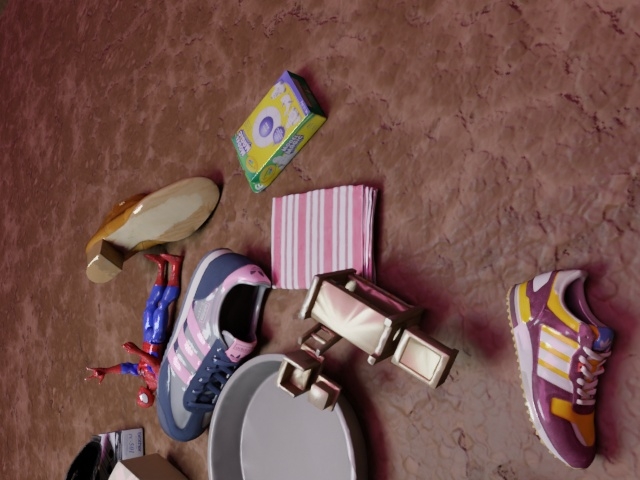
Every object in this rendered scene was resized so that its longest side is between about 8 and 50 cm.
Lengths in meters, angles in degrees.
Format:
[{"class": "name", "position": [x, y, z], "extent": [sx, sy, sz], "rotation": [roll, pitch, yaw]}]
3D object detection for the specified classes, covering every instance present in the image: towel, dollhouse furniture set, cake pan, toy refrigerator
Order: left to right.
[{"class": "toy refrigerator", "position": [-0.339, 0.498, 0.959], "extent": [0.094, 0.102, 0.269], "rotation": [28, 91, 26]}, {"class": "cake pan", "position": [-0.049, 0.305, 0.799], "extent": [0.293, 0.054, 0.293], "rotation": [-10, 76, 42]}, {"class": "towel", "position": [0.000, 0.000, 0.830], "extent": [0.197, 0.029, 0.144], "rotation": [-3, 83, 43]}, {"class": "dollhouse furniture set", "position": [0.062, 0.147, 0.693], "extent": [0.182, 0.101, 0.161], "rotation": [30, 109, 28]}]

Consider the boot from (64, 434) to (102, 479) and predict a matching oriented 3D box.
[{"class": "boot", "position": [-0.452, 0.509, 1.019], "extent": [0.263, 0.091, 0.229], "rotation": [-95, 24, -53]}]

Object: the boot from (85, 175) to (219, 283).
[{"class": "boot", "position": [-0.326, -0.055, 1.098], "extent": [0.295, 0.104, 0.211], "rotation": [-36, 29, 4]}]

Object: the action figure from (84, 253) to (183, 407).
[{"class": "action figure", "position": [-0.332, 0.162, 1.043], "extent": [0.091, 0.139, 0.280], "rotation": [-3, 83, 44]}]

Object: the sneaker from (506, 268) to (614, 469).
[{"class": "sneaker", "position": [0.239, 0.118, 0.549], "extent": [0.084, 0.069, 0.185], "rotation": [-28, 65, 43]}]

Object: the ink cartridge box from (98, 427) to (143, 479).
[{"class": "ink cartridge box", "position": [-0.372, 0.464, 1.082], "extent": [0.097, 0.046, 0.207], "rotation": [-22, 69, 41]}]

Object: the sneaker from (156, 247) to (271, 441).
[{"class": "sneaker", "position": [-0.164, 0.176, 0.892], "extent": [0.131, 0.112, 0.319], "rotation": [18, 96, 47]}]

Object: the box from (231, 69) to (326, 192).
[{"class": "box", "position": [-0.077, -0.169, 0.922], "extent": [0.179, 0.043, 0.105], "rotation": [-47, 54, 29]}]
